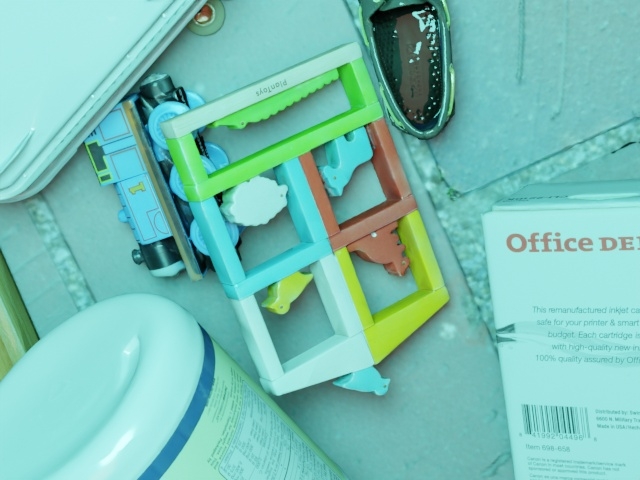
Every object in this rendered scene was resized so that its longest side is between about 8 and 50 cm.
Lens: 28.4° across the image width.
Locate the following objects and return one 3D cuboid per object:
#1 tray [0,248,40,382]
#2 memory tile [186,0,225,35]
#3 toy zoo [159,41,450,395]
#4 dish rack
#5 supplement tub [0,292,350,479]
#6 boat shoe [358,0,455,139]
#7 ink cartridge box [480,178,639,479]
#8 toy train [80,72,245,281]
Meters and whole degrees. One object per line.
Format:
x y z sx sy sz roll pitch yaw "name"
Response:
-0.313 0.224 1.148 0.202 0.076 0.411 -20 103 2 "tray"
-0.101 -0.260 1.076 0.113 0.012 0.148 34 100 -9 "memory tile"
0.000 0.000 1.085 0.192 0.030 0.293 -27 105 -25 "toy zoo"
-0.252 -0.197 0.954 0.285 0.072 0.333 39 105 -21 "dish rack"
-0.110 0.226 1.044 0.235 0.235 0.325 -37 120 6 "supplement tub"
0.072 -0.197 1.067 0.081 0.069 0.228 -14 103 1 "boat shoe"
0.261 0.087 1.077 0.197 0.114 0.273 -1 106 29 "ink cartridge box"
-0.133 -0.050 1.092 0.105 0.080 0.184 -18 104 11 "toy train"
